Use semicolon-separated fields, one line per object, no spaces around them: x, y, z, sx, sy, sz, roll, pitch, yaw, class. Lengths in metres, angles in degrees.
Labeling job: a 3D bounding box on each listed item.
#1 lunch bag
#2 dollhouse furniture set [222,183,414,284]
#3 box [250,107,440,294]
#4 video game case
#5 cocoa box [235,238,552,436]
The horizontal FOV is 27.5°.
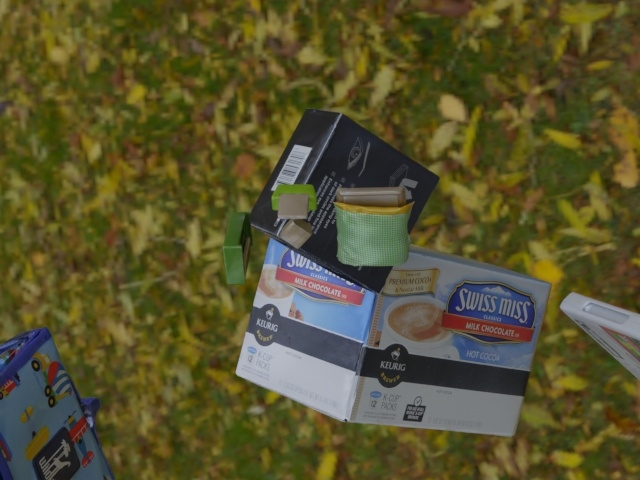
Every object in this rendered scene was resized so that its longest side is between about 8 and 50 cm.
-0.302;0.236;1.202;0.138;0.293;0.221;-5;116;35;lunch bag
0.000;0.000;1.053;0.058;0.152;0.076;-86;-5;-57;dollhouse furniture set
0.026;-0.046;1.503;0.156;0.158;0.093;-62;28;-5;box
0.308;0.123;1.095;0.201;0.023;0.183;41;177;-11;video game case
0.105;0.118;1.772;0.231;0.347;0.227;16;92;47;cocoa box
